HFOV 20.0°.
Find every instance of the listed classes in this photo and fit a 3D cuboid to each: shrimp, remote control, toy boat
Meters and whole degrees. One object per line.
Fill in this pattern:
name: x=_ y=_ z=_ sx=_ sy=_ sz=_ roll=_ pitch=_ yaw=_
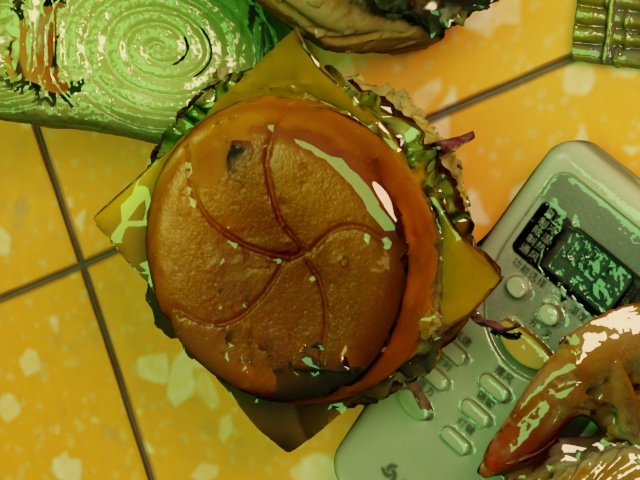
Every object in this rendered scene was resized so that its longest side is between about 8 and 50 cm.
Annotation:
shrimp: x=0.155 y=0.127 z=1.099 sx=0.287 sy=0.063 sz=0.152 roll=-23 pitch=111 yaw=-1
remote control: x=0.125 y=0.084 z=1.177 sx=0.140 sy=0.056 sz=0.296 roll=42 pitch=110 yaw=20
toy boat: x=0.214 y=-0.137 z=1.135 sx=0.115 sy=0.016 sz=0.063 roll=8 pitch=97 yaw=27

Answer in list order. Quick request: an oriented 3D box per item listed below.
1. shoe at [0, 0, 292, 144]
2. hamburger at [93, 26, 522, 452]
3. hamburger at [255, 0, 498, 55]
shoe: x=-0.144 y=-0.143 z=1.265 sx=0.262 sy=0.128 sz=0.140 roll=1 pitch=105 yaw=-1
hamburger: x=0.000 y=0.000 z=1.152 sx=0.243 sy=0.139 sz=0.261 roll=-37 pitch=84 yaw=30
hamburger: x=-0.024 y=-0.241 z=1.147 sx=0.132 sy=0.211 sz=0.309 roll=-39 pitch=75 yaw=20
